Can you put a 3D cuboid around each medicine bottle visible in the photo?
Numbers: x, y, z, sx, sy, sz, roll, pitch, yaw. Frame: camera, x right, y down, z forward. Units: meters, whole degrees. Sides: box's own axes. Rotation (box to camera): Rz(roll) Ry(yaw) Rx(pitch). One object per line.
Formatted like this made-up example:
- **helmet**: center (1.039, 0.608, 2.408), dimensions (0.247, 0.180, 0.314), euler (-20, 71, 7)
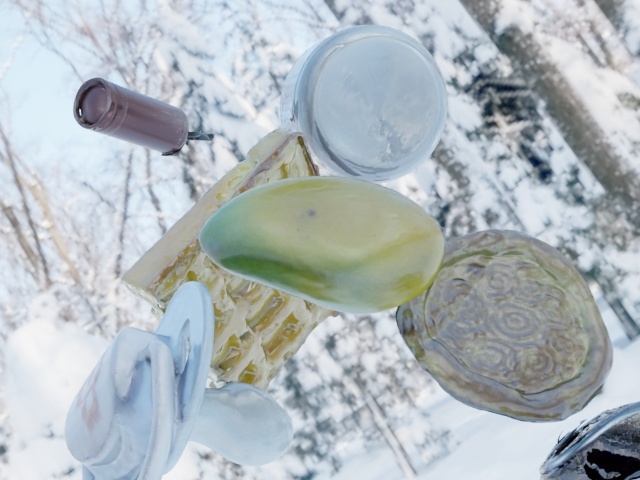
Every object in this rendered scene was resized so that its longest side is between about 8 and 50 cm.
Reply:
- **medicine bottle**: center (0.054, -0.217, 1.596), dimensions (0.245, 0.245, 0.306), euler (-32, 10, -8)

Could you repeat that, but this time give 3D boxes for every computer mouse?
- **computer mouse**: center (0.374, 0.244, 1.167), dimensions (0.233, 0.096, 0.137), euler (-10, -20, -3)

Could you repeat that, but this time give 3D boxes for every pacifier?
- **pacifier**: center (-0.127, 0.181, 0.934), dimensions (0.207, 0.227, 0.279), euler (17, -46, -25)

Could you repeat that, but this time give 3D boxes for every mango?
- **mango**: center (0.004, -0.005, 0.956), dimensions (0.091, 0.237, 0.137), euler (85, -152, -55)

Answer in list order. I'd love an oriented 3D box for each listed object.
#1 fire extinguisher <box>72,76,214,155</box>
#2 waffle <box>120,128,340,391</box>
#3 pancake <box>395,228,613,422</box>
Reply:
- **fire extinguisher**: center (-0.316, -0.216, 1.765), dimensions (0.105, 0.105, 0.269), euler (-37, -27, 22)
- **waffle**: center (-0.085, 0.048, 1.338), dimensions (0.304, 0.077, 0.348), euler (-48, -37, -20)
- **pancake**: center (0.207, 0.091, 1.066), dimensions (0.250, 0.250, 0.031), euler (-28, -25, -31)
